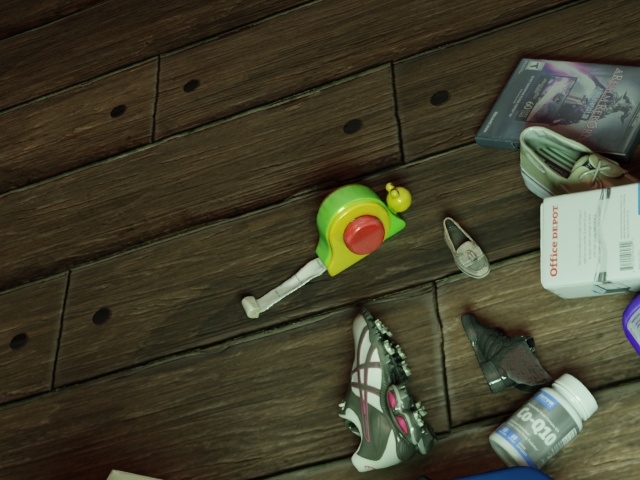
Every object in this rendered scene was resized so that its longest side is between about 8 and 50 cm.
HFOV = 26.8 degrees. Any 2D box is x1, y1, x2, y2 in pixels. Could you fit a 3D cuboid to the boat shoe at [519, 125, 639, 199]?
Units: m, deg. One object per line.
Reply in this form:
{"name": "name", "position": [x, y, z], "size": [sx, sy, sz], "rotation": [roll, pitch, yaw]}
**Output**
{"name": "boat shoe", "position": [0.406, -0.083, 2.033], "size": [0.109, 0.094, 0.302], "rotation": [-44, 43, -15]}

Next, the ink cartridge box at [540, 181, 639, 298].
{"name": "ink cartridge box", "position": [0.416, 0.001, 1.905], "size": [0.190, 0.082, 0.140], "rotation": [-9, 70, 35]}

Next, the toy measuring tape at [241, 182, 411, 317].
{"name": "toy measuring tape", "position": [0.000, 0.000, 2.172], "size": [0.330, 0.121, 0.121], "rotation": [-32, 41, -2]}

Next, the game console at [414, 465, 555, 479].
{"name": "game console", "position": [0.221, 0.390, 1.504], "size": [0.293, 0.173, 0.250], "rotation": [28, 85, 52]}

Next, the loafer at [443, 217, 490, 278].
{"name": "loafer", "position": [0.222, 0.011, 2.088], "size": [0.045, 0.039, 0.125], "rotation": [-31, 41, -1]}

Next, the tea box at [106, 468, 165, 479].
{"name": "tea box", "position": [-0.168, 0.505, 1.609], "size": [0.220, 0.329, 0.323], "rotation": [3, 52, 32]}

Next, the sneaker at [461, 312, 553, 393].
{"name": "sneaker", "position": [0.266, 0.157, 1.914], "size": [0.089, 0.051, 0.170], "rotation": [-25, 46, 6]}

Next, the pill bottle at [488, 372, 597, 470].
{"name": "pill bottle", "position": [0.298, 0.245, 1.786], "size": [0.137, 0.078, 0.078], "rotation": [-41, 42, -11]}

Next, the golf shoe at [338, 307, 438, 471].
{"name": "golf shoe", "position": [0.072, 0.209, 1.937], "size": [0.120, 0.105, 0.273], "rotation": [-30, 40, 12]}

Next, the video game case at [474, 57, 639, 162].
{"name": "video game case", "position": [0.415, -0.219, 2.216], "size": [0.274, 0.026, 0.196], "rotation": [10, 55, 37]}

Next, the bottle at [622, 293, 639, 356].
{"name": "bottle", "position": [0.483, 0.154, 1.713], "size": [0.118, 0.092, 0.283], "rotation": [-37, 26, 9]}
